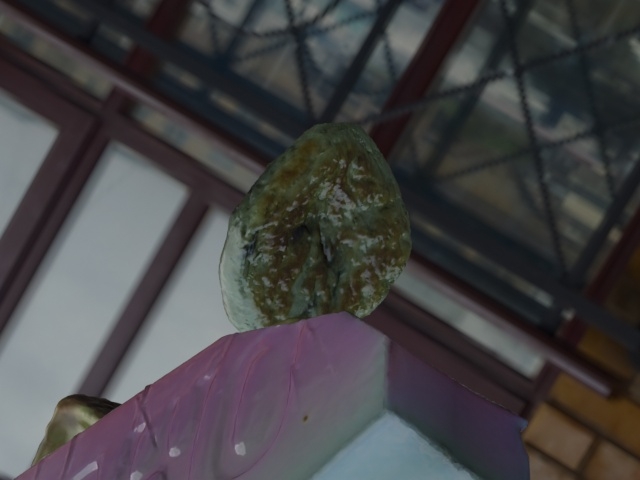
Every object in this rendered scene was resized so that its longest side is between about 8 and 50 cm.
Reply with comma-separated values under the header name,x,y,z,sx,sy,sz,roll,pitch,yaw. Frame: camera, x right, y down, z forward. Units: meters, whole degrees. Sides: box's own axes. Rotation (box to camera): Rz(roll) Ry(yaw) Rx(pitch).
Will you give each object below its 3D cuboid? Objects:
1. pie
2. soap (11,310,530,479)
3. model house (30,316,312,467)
name,x,y,z,sx,sy,sz,roll,pitch,yaw
pie,0.000,0.000,1.498,0.054,0.240,0.240,25,-179,38
soap,-0.048,0.148,0.837,0.109,0.324,0.193,42,-149,-25
model house,-0.042,0.218,1.155,0.261,0.321,0.266,29,-140,-58
